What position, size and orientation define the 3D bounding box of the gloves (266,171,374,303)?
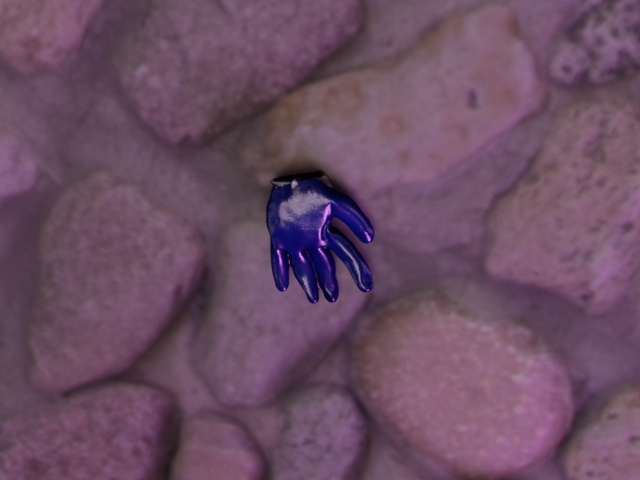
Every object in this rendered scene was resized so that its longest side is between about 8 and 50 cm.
[{"bbox_3d":[0.000,0.000,0.922,0.064,0.026,0.086,-4,113,9],"label":"gloves"}]
